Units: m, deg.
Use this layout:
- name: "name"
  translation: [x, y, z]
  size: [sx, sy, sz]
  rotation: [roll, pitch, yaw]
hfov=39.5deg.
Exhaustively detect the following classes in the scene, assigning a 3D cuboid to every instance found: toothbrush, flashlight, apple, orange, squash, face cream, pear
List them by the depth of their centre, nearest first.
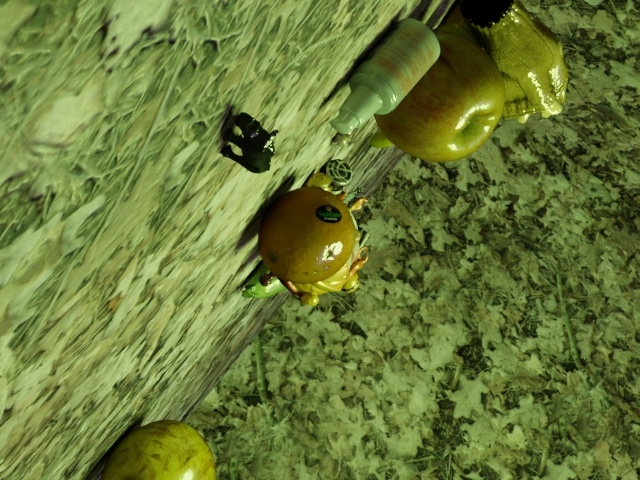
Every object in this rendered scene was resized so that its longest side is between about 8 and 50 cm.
- name: "face cream"
  translation: [0.107, -0.280, 1.578]
  size: [0.252, 0.101, 0.101]
  rotation: [-51, 175, -23]
- name: "orange"
  translation: [-0.028, -0.008, 1.763]
  size: [0.206, 0.206, 0.206]
  rotation: [-52, 175, -6]
- name: "apple"
  translation: [0.244, -0.281, 1.784]
  size: [0.264, 0.264, 0.264]
  rotation: [-52, 175, -6]
- name: "flashlight"
  translation: [0.064, -0.238, 1.895]
  size: [0.110, 0.031, 0.052]
  rotation: [-53, 175, 1]
- name: "toothbrush"
  translation: [-0.212, 0.109, 1.932]
  size: [0.097, 0.008, 0.006]
  rotation: [-56, -172, 28]
- name: "pear"
  translation: [-0.388, 0.570, 2.133]
  size: [0.281, 0.280, 0.281]
  rotation: [-52, 175, -6]
- name: "squash"
  translation: [-0.068, 0.049, 2.266]
  size: [0.370, 0.118, 0.118]
  rotation: [-45, 172, -43]

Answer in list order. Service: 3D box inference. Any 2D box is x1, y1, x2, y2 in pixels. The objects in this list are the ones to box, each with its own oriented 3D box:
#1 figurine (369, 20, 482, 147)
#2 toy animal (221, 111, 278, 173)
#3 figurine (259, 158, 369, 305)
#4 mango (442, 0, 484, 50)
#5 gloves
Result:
- name: "figurine"
  translation: [0.235, -0.345, 1.983]
  size: [0.327, 0.169, 0.218]
  rotation: [-55, 160, -2]
- name: "toy animal"
  translation: [-0.084, -0.122, 1.098]
  size: [0.047, 0.065, 0.136]
  rotation: [-52, 175, -19]
- name: "figurine"
  translation: [-0.004, -0.001, 2.022]
  size: [0.323, 0.196, 0.320]
  rotation: [-59, 139, -50]
- name: "mango"
  translation: [0.375, -0.526, 2.177]
  size: [0.236, 0.136, 0.166]
  rotation: [-60, 170, 24]
- name: "gloves"
  translation: [0.417, -0.382, 1.853]
  size: [0.155, 0.203, 0.356]
  rotation: [-37, 130, -5]
